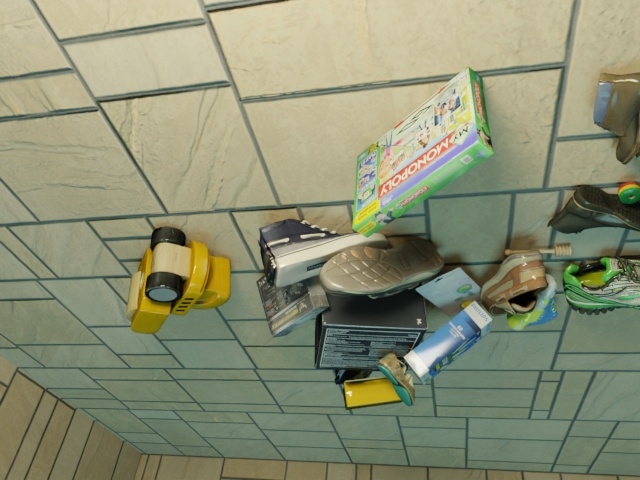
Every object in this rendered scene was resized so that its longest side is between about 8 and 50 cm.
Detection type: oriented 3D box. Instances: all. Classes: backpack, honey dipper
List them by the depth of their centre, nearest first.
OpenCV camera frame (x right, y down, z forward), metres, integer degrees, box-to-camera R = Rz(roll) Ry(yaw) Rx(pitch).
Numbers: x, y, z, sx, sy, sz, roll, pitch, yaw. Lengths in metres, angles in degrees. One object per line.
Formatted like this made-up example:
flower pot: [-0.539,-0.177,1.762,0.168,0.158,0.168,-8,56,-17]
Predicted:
honey dipper: [0.563,0.028,1.376,0.160,0.030,0.030,0,142,17]
backpack: [0.123,0.400,1.817,0.116,0.158,0.173,10,144,-34]

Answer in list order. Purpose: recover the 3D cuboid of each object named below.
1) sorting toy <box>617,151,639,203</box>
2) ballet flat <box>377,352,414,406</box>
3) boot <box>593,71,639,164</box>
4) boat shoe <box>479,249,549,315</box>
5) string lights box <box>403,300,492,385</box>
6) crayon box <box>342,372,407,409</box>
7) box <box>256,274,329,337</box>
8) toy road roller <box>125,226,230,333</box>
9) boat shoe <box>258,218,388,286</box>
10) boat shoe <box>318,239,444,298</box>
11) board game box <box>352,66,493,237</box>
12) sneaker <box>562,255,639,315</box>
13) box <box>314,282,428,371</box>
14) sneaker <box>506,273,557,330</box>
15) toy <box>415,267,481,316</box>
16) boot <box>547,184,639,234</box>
sorting toy: [0.736,-0.173,1.074,0.274,0.046,0.132,-23,133,34]
ballet flat: [0.240,0.408,1.563,0.073,0.067,0.206,14,144,50]
boot: [0.573,-0.237,1.018,0.106,0.082,0.219,18,151,23]
boat shoe: [0.517,0.146,1.423,0.123,0.116,0.324,-13,151,-3]
string lights box: [0.369,0.298,1.529,0.259,0.077,0.133,-38,152,-3]
crayon box: [0.176,0.499,1.739,0.202,0.081,0.318,-8,160,0]
box: [-0.084,0.150,1.507,0.056,0.183,0.231,-1,152,-40]
toy road roller: [-0.403,0.131,1.531,0.240,0.203,0.329,15,141,-28]
boat shoe: [0.000,0.000,1.372,0.340,0.158,0.127,-11,143,-23]
boat shoe: [0.153,0.096,1.348,0.355,0.132,0.130,-6,143,-27]
board game box: [0.186,-0.166,1.038,0.046,0.214,0.317,30,136,-26]
sneaker: [0.789,0.107,1.335,0.343,0.134,0.146,-13,135,34]
box: [0.139,0.251,1.590,0.296,0.183,0.294,3,143,-4]
sneaker: [0.633,0.171,1.517,0.126,0.091,0.240,-4,144,-16]
toy: [0.377,0.137,1.515,0.136,0.056,0.237,-31,136,22]
boot: [0.653,-0.046,1.239,0.197,0.077,0.137,24,146,0]
